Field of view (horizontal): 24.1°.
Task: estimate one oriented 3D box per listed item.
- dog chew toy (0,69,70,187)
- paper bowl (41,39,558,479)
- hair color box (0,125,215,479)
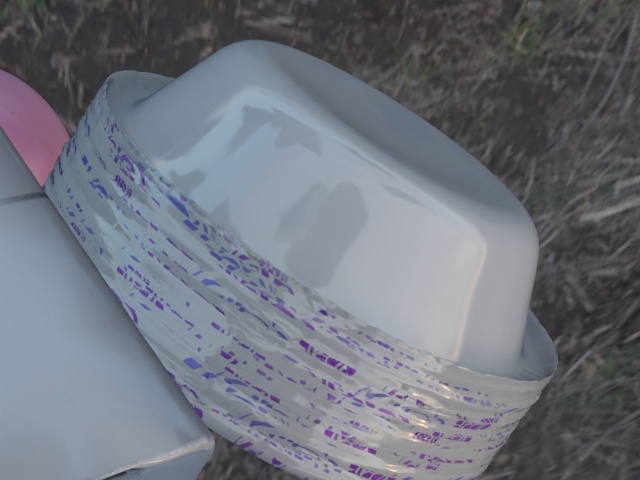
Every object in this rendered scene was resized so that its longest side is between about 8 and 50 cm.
[{"bbox_3d":[-0.322,0.004,1.164,0.207,0.206,0.332,23,43,0],"label":"dog chew toy"},{"bbox_3d":[0.000,0.000,0.799,0.284,0.284,0.148,35,105,4],"label":"paper bowl"},{"bbox_3d":[-0.211,-0.036,0.382,0.185,0.113,0.374,-15,56,-40],"label":"hair color box"}]
